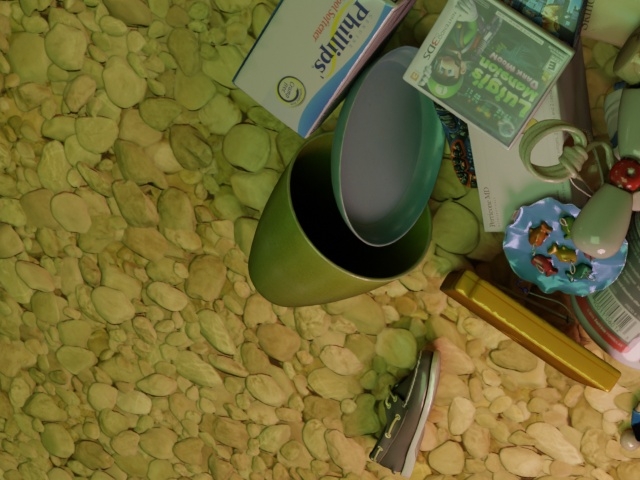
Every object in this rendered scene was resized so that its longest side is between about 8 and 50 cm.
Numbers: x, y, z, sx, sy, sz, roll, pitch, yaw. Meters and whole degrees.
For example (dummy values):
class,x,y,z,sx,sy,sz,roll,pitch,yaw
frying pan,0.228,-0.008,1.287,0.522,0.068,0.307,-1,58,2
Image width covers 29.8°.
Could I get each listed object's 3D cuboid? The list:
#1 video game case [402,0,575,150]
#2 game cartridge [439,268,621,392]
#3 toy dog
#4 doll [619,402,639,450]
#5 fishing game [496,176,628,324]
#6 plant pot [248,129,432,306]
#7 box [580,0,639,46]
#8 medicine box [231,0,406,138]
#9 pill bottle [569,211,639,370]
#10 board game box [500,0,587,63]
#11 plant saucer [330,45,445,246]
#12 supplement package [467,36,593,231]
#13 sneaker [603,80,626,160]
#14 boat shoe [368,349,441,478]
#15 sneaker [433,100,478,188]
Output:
class,x,y,z,sx,sy,sz,roll,pitch,yaw
video game case,0.236,-0.249,1.706,0.190,0.022,0.173,36,119,8
game cartridge,0.334,0.140,1.968,0.285,0.324,0.053,34,88,2
toy dog,0.432,-0.142,1.678,0.333,0.161,0.220,-42,91,-2
doll,0.605,0.325,2.099,0.189,0.046,0.129,-33,100,33
fishing game,0.362,0.015,1.795,0.189,0.041,0.264,28,132,-1
plant pot,0.000,0.000,2.074,0.275,0.275,0.293,44,141,-4
box,0.404,-0.378,1.745,0.311,0.121,0.148,16,123,14
medicine box,0.034,-0.340,1.824,0.149,0.289,0.263,37,125,1
pill bottle,0.568,0.018,1.844,0.210,0.210,0.363,37,125,0
board game box,0.305,-0.377,1.677,0.194,0.060,0.194,27,123,7
plant saucer,0.104,-0.149,1.894,0.043,0.317,0.318,13,123,32
supplement package,0.324,-0.173,1.845,0.145,0.204,0.262,-2,117,25
sneaker,0.564,-0.189,1.762,0.296,0.112,0.131,-15,67,37
boat shoe,0.159,0.320,2.252,0.091,0.109,0.305,17,127,8
sneaker,0.228,-0.195,1.951,0.083,0.087,0.221,-8,98,4
